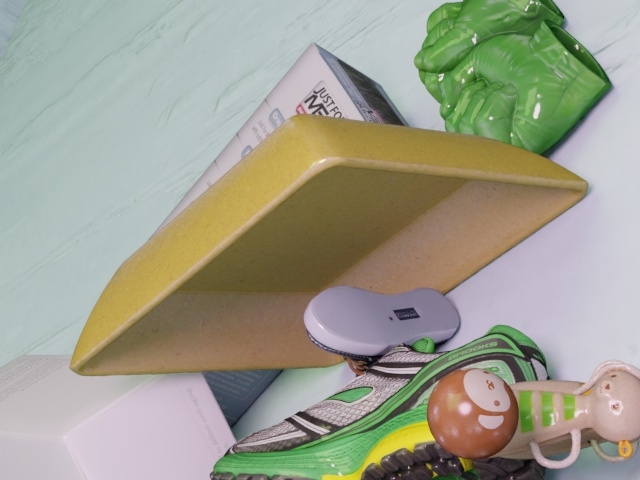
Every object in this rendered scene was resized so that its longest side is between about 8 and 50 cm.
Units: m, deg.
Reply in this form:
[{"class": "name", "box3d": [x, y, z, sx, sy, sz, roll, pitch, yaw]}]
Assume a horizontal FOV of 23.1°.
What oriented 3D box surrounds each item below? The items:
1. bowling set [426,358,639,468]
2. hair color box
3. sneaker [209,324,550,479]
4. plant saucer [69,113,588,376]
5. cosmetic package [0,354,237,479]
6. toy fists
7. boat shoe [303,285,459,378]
[{"class": "bowling set", "box3d": [0.156, 0.156, 0.942, 0.154, 0.200, 0.287, -8, 52, 15]}, {"class": "hair color box", "box3d": [-0.058, 0.006, 1.593, 0.374, 0.113, 0.185, -49, 40, 17]}, {"class": "sneaker", "box3d": [0.051, 0.165, 1.257, 0.343, 0.134, 0.146, -19, 36, 40]}, {"class": "plant saucer", "box3d": [0.000, 0.000, 1.287, 0.333, 0.332, 0.081, -38, 63, 35]}, {"class": "cosmetic package", "box3d": [-0.228, 0.226, 1.512, 0.155, 0.197, 0.365, -34, 17, -33]}, {"class": "toy fists", "box3d": [0.162, -0.159, 1.453, 0.142, 0.096, 0.279, -49, 27, 18]}, {"class": "boat shoe", "box3d": [0.038, 0.087, 1.318, 0.083, 0.183, 0.065, -49, 60, 29]}]
